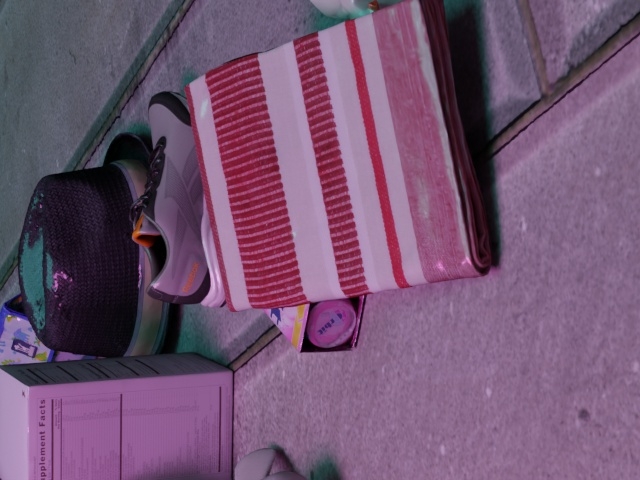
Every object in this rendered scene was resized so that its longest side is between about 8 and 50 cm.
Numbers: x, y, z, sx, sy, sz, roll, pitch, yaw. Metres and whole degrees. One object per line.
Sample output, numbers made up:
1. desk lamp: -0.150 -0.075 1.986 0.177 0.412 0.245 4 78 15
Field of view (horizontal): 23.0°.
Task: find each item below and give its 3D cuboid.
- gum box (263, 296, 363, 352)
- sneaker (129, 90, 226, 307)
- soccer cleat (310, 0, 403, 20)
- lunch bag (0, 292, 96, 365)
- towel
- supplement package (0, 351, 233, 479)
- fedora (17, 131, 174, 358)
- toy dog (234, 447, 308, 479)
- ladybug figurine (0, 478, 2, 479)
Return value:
1. gum box: 0.000 0.000 1.510 0.107 0.062 0.188 45 131 54
2. sneaker: -0.170 -0.052 1.811 0.100 0.108 0.272 130 134 -56
3. soccer cleat: 0.035 -0.227 1.438 0.196 0.068 0.076 43 160 47
4. lunch bag: -0.385 0.128 2.214 0.129 0.151 0.096 -65 36 42
5. towel: 0.008 -0.066 1.400 0.329 0.037 0.237 -11 89 47
6. supplement package: -0.238 0.210 1.807 0.134 0.244 0.139 13 103 63
7. fedora: -0.300 0.027 2.030 0.334 0.152 0.334 8 99 63
8. toy dog: -0.100 0.328 1.667 0.333 0.161 0.220 1 84 47
9. ladybug figurine: -0.333 0.406 1.943 0.449 0.162 0.305 -28 64 29
